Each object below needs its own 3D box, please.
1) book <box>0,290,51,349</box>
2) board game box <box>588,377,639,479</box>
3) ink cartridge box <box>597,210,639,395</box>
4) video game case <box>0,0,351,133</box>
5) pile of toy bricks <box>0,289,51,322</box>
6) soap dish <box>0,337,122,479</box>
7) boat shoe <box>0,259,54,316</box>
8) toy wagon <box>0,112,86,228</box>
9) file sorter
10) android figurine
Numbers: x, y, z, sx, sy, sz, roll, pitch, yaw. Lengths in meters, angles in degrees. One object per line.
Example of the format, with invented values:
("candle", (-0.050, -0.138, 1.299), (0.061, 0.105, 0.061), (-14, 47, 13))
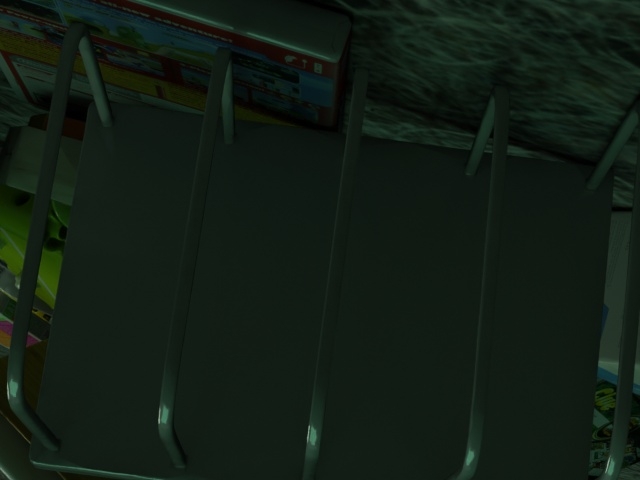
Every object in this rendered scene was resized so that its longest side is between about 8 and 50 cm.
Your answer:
("book", (-0.287, 0.086, 1.682), (0.096, 0.035, 0.144), (9, 157, 43))
("board game box", (0.225, 0.167, 1.545), (0.136, 0.030, 0.260), (-22, 155, 15))
("ink cartridge box", (0.220, 0.041, 0.956), (0.090, 0.092, 0.143), (25, 167, -34))
("video game case", (-0.086, -0.094, 0.948), (0.204, 0.025, 0.285), (17, 169, 3))
("pile of toy bricks", (-0.209, 0.066, 1.777), (0.212, 0.118, 0.105), (36, 137, -9))
("soap dish", (-0.182, 0.215, 1.559), (0.291, 0.118, 0.229), (45, 171, 6))
("boat shoe", (-0.176, 0.055, 1.647), (0.258, 0.084, 0.095), (25, -175, -21))
("toy wagon", (-0.036, -0.002, 1.134), (0.344, 0.068, 0.267), (17, 179, -15))
("file sorter", (0.008, 0.020, 0.829), (0.278, 0.192, 0.173), (8, 165, -1))
("android figurine", (-0.199, 0.026, 1.421), (0.273, 0.056, 0.248), (28, 159, 33))
